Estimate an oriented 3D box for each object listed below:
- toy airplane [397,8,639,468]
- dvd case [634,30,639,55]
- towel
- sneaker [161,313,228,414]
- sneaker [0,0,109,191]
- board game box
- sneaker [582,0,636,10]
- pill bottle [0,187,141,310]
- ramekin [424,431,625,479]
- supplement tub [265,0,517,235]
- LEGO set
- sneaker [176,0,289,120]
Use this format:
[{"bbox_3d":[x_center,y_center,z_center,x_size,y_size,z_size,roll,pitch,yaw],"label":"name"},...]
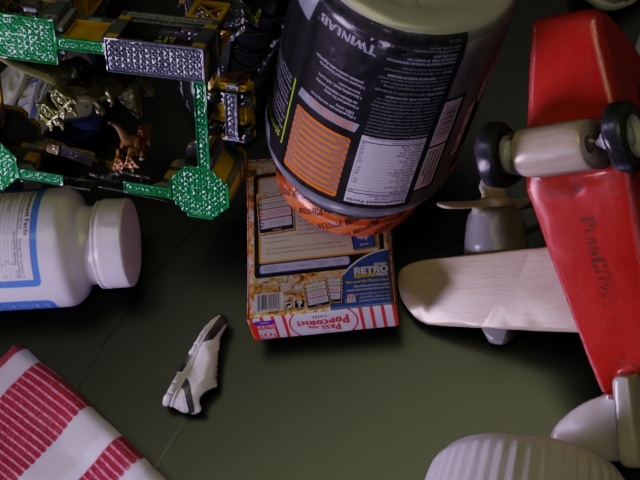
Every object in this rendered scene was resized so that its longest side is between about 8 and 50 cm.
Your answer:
[{"bbox_3d":[0.296,0.017,1.386,0.386,0.384,0.272,35,37,11],"label":"toy airplane"},{"bbox_3d":[0.380,-0.090,1.541,0.180,0.022,0.253,16,71,14],"label":"dvd case"},{"bbox_3d":[-0.275,0.271,1.450,0.237,0.037,0.329,-45,60,-12],"label":"towel"},{"bbox_3d":[-0.117,0.126,1.518,0.044,0.040,0.109,27,77,0],"label":"sneaker"},{"bbox_3d":[-0.278,-0.172,1.634,0.131,0.112,0.296,29,80,4],"label":"sneaker"},{"bbox_3d":[0.000,0.000,1.526,0.147,0.045,0.193,-5,57,6],"label":"board game box"},{"bbox_3d":[0.361,-0.373,1.608,0.110,0.118,0.292,34,78,17],"label":"sneaker"},{"bbox_3d":[-0.300,0.009,1.540,0.222,0.124,0.124,-3,68,6],"label":"pill bottle"},{"bbox_3d":[0.180,0.252,1.336,0.207,0.207,0.109,7,61,11],"label":"ramekin"},{"bbox_3d":[0.054,-0.153,1.396,0.194,0.316,0.193,6,55,-8],"label":"supplement tub"},{"bbox_3d":[-0.196,-0.173,1.493,0.331,0.255,0.192,2,36,16],"label":"LEGO set"},{"bbox_3d":[-0.077,-0.230,1.542,0.109,0.286,0.130,0,24,-23],"label":"sneaker"}]
